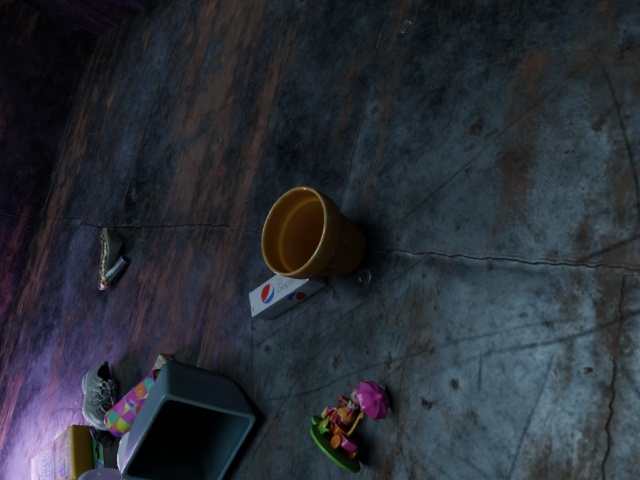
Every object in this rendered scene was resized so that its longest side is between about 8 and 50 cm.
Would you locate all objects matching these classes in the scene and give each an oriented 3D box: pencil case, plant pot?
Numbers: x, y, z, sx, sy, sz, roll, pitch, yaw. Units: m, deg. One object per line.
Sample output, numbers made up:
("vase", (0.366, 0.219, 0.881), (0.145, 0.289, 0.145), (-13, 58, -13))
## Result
("pencil case", (-0.533, 0.486, 1.477), (0.236, 0.104, 0.104), (-44, 48, 13))
("plant pot", (0.000, 0.000, 1.156), (0.205, 0.188, 0.205), (-17, 64, 40))
("plant pot", (-0.355, 0.456, 1.306), (0.247, 0.247, 0.252), (-61, 28, 9))

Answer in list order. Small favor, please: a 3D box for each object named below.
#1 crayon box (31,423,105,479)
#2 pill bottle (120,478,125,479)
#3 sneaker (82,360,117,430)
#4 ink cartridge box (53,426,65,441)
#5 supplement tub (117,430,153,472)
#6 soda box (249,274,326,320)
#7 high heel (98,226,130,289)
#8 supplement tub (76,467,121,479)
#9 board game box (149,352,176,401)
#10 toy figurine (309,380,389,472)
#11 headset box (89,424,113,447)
("crayon box", (-0.926, 0.818, 1.807), (0.323, 0.083, 0.203), (-40, 50, 16))
("pill bottle", (-0.476, 0.716, 1.409), (0.215, 0.117, 0.117), (-11, 67, 42))
("sneaker", (-0.786, 0.553, 1.785), (0.115, 0.105, 0.281), (-49, 50, 10))
("ink cartridge box", (-1.033, 0.852, 1.971), (0.146, 0.045, 0.179), (5, 69, 46))
("supplement tub", (-0.448, 0.586, 1.376), (0.117, 0.190, 0.116), (-18, 63, 39))
("soda box", (-0.088, 0.127, 1.282), (0.216, 0.069, 0.073), (-35, 53, 30))
("high heel", (-0.909, 0.074, 2.087), (0.186, 0.093, 0.261), (-48, 56, 12))
("supplement tub", (-0.694, 0.882, 1.506), (0.194, 0.194, 0.315), (21, 91, 47))
("board game box", (-0.484, 0.470, 1.559), (0.193, 0.045, 0.146), (34, 99, 46))
("toy figurine", (0.071, 0.359, 1.033), (0.159, 0.130, 0.173), (-52, 20, -1))
("headset box", (-0.766, 0.683, 1.739), (0.032, 0.083, 0.062), (-39, 40, -20))
